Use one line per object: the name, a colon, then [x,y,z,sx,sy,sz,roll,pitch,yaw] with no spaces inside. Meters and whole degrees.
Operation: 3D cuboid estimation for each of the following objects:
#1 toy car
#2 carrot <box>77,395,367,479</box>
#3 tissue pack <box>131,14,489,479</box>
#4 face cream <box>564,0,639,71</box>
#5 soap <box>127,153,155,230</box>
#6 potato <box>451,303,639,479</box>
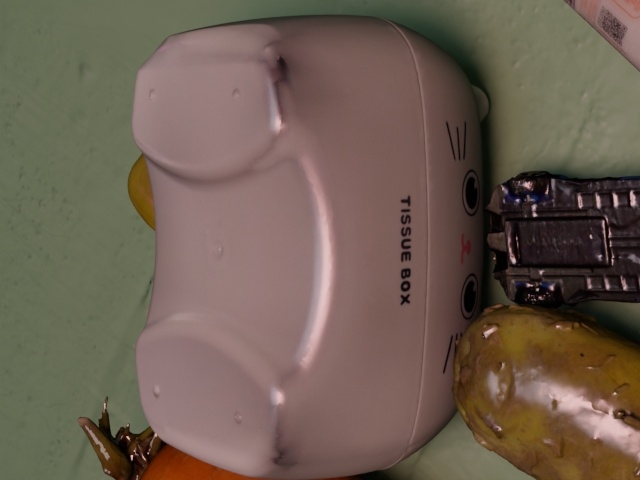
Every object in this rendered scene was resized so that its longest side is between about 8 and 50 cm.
toy car: [0.215,-0.004,0.913,0.216,0.063,0.103,-1,100,38]
carrot: [-0.059,0.255,1.073,0.331,0.193,0.214,30,88,32]
tissue pack: [0.000,0.000,0.985,0.229,0.236,0.333,8,99,49]
face cream: [0.233,-0.158,0.860,0.252,0.101,0.101,49,121,23]
soap: [-0.124,-0.069,1.184,0.089,0.045,0.140,48,120,21]
potato: [0.203,0.131,0.896,0.251,0.113,0.149,28,149,14]
